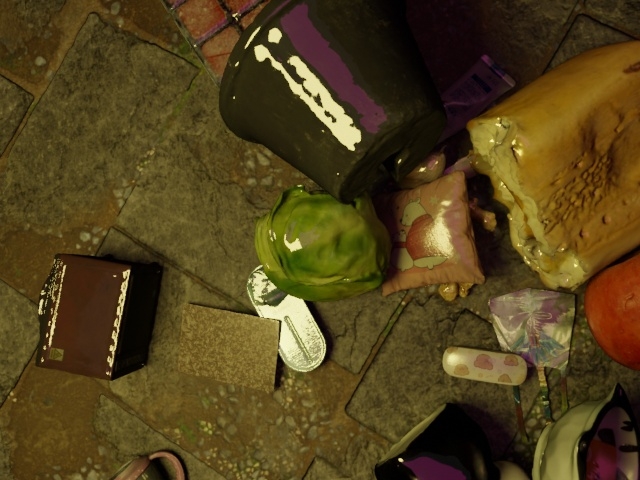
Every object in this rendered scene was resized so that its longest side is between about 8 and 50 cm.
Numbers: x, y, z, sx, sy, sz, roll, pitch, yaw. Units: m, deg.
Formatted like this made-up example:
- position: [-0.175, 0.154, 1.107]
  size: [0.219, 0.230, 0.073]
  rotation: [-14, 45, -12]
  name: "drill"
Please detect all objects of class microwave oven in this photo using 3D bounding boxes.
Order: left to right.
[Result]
- position: [-0.467, 0.153, 1.110]
  size: [0.188, 0.178, 0.248]
  rotation: [8, 87, 8]
  name: "microwave oven"

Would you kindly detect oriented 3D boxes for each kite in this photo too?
- position: [0.431, 0.252, 1.064]
  size: [0.169, 0.015, 0.310]
  rotation: [0, 85, 9]
  name: "kite"

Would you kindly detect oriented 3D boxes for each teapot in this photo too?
- position: [-0.369, 0.535, 1.118]
  size: [0.146, 0.148, 0.116]
  rotation: [51, 130, -3]
  name: "teapot"

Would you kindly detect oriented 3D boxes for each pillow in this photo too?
- position: [0.205, -0.007, 1.048]
  size: [0.236, 0.084, 0.224]
  rotation: [-15, 85, 41]
  name: "pillow"

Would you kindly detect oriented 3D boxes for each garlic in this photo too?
- position: [0.207, -0.136, 1.073]
  size: [0.152, 0.084, 0.066]
  rotation: [-12, 66, 36]
  name: "garlic"

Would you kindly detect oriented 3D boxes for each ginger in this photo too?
- position: [0.284, 0.009, 1.083]
  size: [0.193, 0.052, 0.176]
  rotation: [-46, 70, 15]
  name: "ginger"

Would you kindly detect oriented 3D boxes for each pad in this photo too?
- position: [-0.201, 0.230, 1.129]
  size: [0.234, 0.003, 0.158]
  rotation: [7, 94, 17]
  name: "pad"

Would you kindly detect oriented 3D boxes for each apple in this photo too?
- position: [0.615, 0.105, 0.932]
  size: [0.271, 0.251, 0.207]
  rotation: [-34, 66, 21]
  name: "apple"

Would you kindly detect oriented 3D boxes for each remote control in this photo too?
- position: [-0.071, 0.163, 1.118]
  size: [0.104, 0.052, 0.247]
  rotation: [-29, 82, 4]
  name: "remote control"

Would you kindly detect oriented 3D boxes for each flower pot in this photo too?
- position: [0.052, -0.229, 0.870]
  size: [0.379, 0.379, 0.251]
  rotation: [-36, 71, 4]
  name: "flower pot"

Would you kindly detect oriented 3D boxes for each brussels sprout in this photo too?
- position: [0.001, 0.002, 1.012]
  size: [0.259, 0.294, 0.227]
  rotation: [-12, 67, 51]
  name: "brussels sprout"

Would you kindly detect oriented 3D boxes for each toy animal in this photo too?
- position: [0.264, 0.490, 0.965]
  size: [0.251, 0.251, 0.310]
  rotation: [-43, 75, 3]
  name: "toy animal"

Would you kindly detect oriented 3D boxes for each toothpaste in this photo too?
- position: [0.287, -0.280, 1.108]
  size: [0.266, 0.061, 0.096]
  rotation: [-42, 80, -4]
  name: "toothpaste"

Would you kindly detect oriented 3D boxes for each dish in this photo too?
- position: [0.477, 0.414, 0.952]
  size: [0.120, 0.303, 0.303]
  rotation: [-3, 84, 49]
  name: "dish"

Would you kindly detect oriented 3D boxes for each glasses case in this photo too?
- position: [0.331, 0.252, 1.058]
  size: [0.164, 0.041, 0.063]
  rotation: [6, 87, 14]
  name: "glasses case"

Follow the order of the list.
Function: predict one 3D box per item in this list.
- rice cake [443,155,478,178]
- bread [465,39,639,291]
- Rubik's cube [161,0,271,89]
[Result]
- position: [0.339, -0.162, 1.095]
  size: [0.206, 0.036, 0.047]
  rotation: [-21, 83, 5]
  name: "rice cake"
- position: [0.482, -0.154, 0.966]
  size: [0.394, 0.250, 0.361]
  rotation: [-34, 110, -7]
  name: "bread"
- position: [-0.101, -0.462, 1.029]
  size: [0.344, 0.337, 0.344]
  rotation: [-31, 82, 3]
  name: "Rubik's cube"
